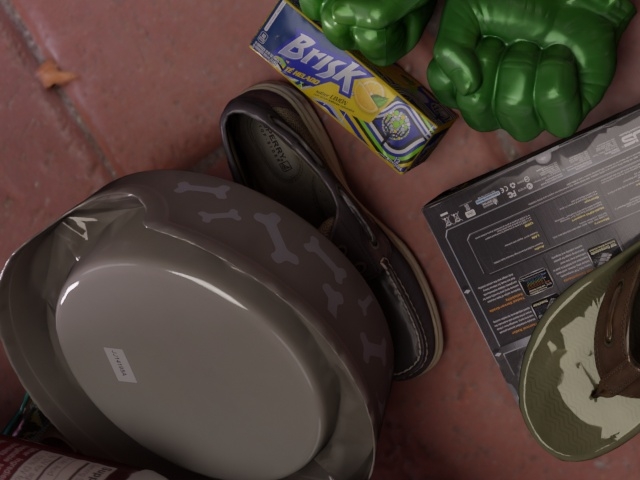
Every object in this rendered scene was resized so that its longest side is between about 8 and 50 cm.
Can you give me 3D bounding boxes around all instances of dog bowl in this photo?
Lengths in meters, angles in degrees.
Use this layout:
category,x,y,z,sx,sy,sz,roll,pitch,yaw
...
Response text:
category,x,y,z,sx,sy,sz,roll,pitch,yaw
dog bowl,-0.096,0.089,1.417,0.348,0.102,0.349,17,135,18

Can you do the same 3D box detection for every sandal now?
category,x,y,z,sx,sy,sz,roll,pitch,yaw
sandal,0.254,0.053,1.258,0.120,0.086,0.303,46,118,5

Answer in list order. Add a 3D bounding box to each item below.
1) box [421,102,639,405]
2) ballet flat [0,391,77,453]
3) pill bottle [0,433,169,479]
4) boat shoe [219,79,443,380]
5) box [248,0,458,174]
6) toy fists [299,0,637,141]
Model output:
category,x,y,z,sx,sy,sz,roll,pitch,yaw
box,0.221,0.006,1.341,0.231,0.056,0.183,-25,94,28
ballet flat,-0.258,0.170,1.601,0.079,0.077,0.221,29,120,-6
pill bottle,-0.243,0.285,1.441,0.392,0.224,0.224,12,109,17
boat shoe,0.000,0.000,1.418,0.102,0.092,0.285,-28,92,27
box,0.027,-0.131,1.389,0.169,0.059,0.054,40,114,9
toy fists,0.097,-0.180,1.302,0.279,0.096,0.142,32,95,12
